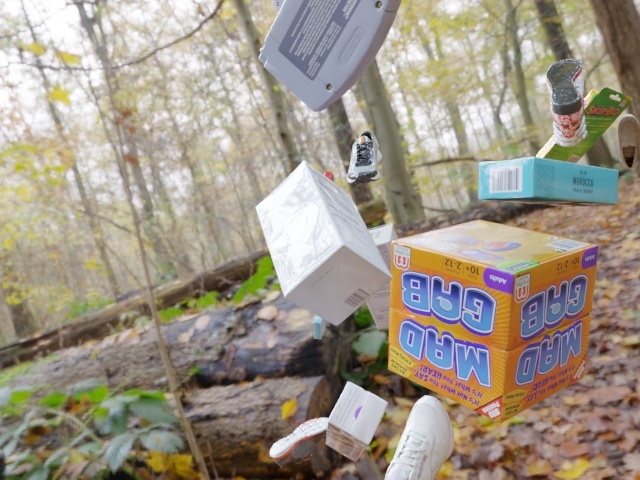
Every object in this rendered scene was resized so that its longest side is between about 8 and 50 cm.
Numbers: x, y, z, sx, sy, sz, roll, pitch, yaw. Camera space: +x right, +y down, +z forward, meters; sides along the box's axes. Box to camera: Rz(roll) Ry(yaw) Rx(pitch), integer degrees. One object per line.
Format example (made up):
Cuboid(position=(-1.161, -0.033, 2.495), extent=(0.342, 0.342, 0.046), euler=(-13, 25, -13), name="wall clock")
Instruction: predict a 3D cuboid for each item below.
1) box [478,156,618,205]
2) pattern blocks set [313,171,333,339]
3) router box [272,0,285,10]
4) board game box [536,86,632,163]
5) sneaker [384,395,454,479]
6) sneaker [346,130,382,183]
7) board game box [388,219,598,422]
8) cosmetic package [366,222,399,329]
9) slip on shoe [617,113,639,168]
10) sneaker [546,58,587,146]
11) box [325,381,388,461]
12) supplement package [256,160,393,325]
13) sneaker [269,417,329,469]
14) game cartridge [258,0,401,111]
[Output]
Cuboid(position=(0.367, -0.089, 1.043), extent=(0.244, 0.060, 0.101), euler=(1, 0, -38), name="box")
Cuboid(position=(0.009, 0.042, 1.466), extent=(0.026, 0.324, 0.285), euler=(4, 36, 13), name="pattern blocks set")
Cuboid(position=(-0.018, -0.741, 1.617), extent=(0.301, 0.335, 0.082), euler=(18, 45, 36), name="router box")
Cuboid(position=(0.718, -0.306, 1.786), extent=(0.124, 0.039, 0.259), euler=(11, -47, -29), name="board game box")
Cuboid(position=(0.224, 0.515, 1.518), extent=(0.114, 0.304, 0.152), euler=(10, -4, 34), name="sneaker")
Cuboid(position=(0.129, -0.249, 1.991), extent=(0.100, 0.107, 0.271), euler=(-5, 29, 11), name="sneaker")
Cuboid(position=(0.422, 0.173, 1.638), extent=(0.357, 0.356, 0.356), euler=(-12, 20, -38), name="board game box")
Cuboid(position=(0.203, 0.114, 2.045), extent=(0.153, 0.296, 0.129), euler=(-15, 23, 19), name="cosmetic package")
Cuboid(position=(0.759, -0.242, 1.611), extent=(0.052, 0.135, 0.041), euler=(1, 25, 19), name="slip on shoe")
Cuboid(position=(0.632, -0.350, 1.676), extent=(0.090, 0.144, 0.270), euler=(-4, 38, 22), name="sneaker")
Cuboid(position=(0.049, 0.284, 1.000), extent=(0.067, 0.063, 0.324), euler=(-59, -11, -20), name="box")
Cuboid(position=(0.000, 0.000, 1.143), extent=(0.139, 0.244, 0.134), euler=(-42, -50, 18), name="supplement package")
Cuboid(position=(-0.034, 0.454, 1.460), extent=(0.158, 0.064, 0.061), euler=(-27, 16, -8), name="sneaker")
Cuboid(position=(0.021, -0.393, 1.190), extent=(0.297, 0.198, 0.062), euler=(-54, -11, 35), name="game cartridge")
